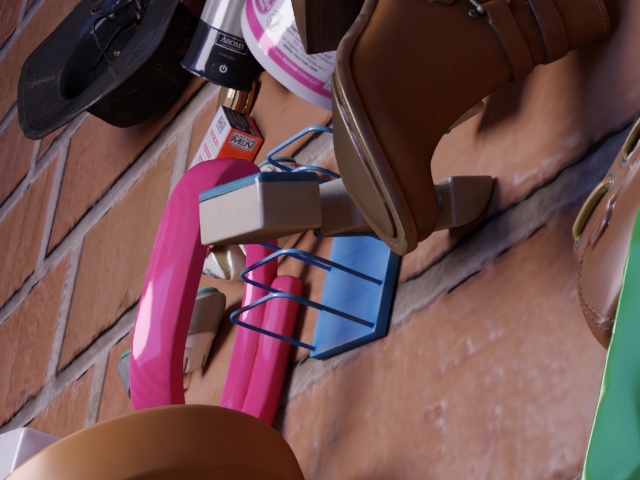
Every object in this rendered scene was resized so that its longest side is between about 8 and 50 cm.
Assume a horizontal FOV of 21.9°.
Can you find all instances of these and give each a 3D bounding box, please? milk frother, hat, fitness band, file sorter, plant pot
[{"bbox_3d":[-0.082,-0.242,1.815,0.135,0.129,0.143,-67,29,13],"label":"milk frother"},{"bbox_3d":[-0.251,-0.239,2.188,0.331,0.134,0.331,-31,38,28],"label":"hat"},{"bbox_3d":[-0.092,0.068,1.483,0.054,0.209,0.291,0,65,26],"label":"fitness band"},{"bbox_3d":[0.000,0.000,1.453,0.118,0.104,0.170,-27,47,58],"label":"file sorter"},{"bbox_3d":[-0.115,0.297,1.267,0.291,0.291,0.203,-57,41,26],"label":"plant pot"}]

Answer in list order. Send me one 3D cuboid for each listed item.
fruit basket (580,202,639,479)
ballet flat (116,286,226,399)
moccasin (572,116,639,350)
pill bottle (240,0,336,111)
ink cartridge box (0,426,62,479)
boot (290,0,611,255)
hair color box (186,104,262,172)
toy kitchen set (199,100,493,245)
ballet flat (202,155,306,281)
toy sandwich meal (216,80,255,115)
[{"bbox_3d":[0.174,0.182,0.742,0.392,0.283,0.392,-25,52,37],"label":"fruit basket"},{"bbox_3d":[-0.151,0.118,1.762,0.213,0.072,0.068,-40,63,50],"label":"ballet flat"},{"bbox_3d":[0.263,-0.098,0.929,0.147,0.139,0.380,-111,36,-46],"label":"moccasin"},{"bbox_3d":[0.062,-0.263,1.468,0.283,0.160,0.160,-52,28,34],"label":"pill bottle"},{"bbox_3d":[-0.249,0.341,1.590,0.117,0.201,0.278,-26,47,58],"label":"ink cartridge box"},{"bbox_3d":[0.110,-0.125,1.228,0.109,0.220,0.283,87,169,-49],"label":"boot"},{"bbox_3d":[-0.119,-0.073,1.863,0.141,0.043,0.072,-62,23,19],"label":"hair color box"},{"bbox_3d":[0.016,-0.085,1.327,0.122,0.207,0.166,-15,78,62],"label":"toy kitchen set"},{"bbox_3d":[-0.082,-0.003,1.679,0.241,0.091,0.077,-43,59,54],"label":"ballet flat"},{"bbox_3d":[-0.097,-0.172,1.923,0.085,0.029,0.085,-165,90,-77],"label":"toy sandwich meal"}]
